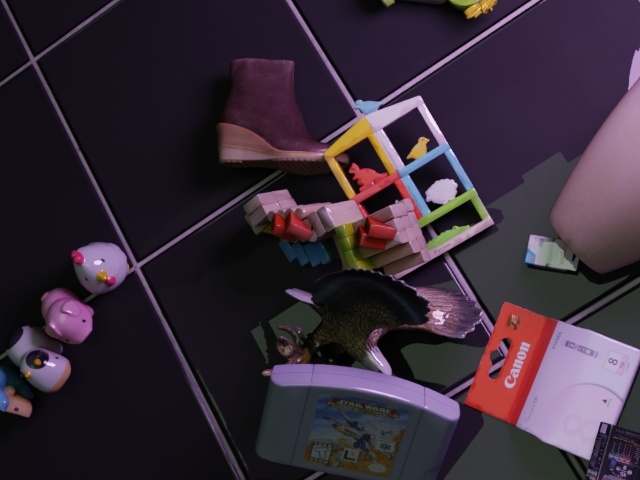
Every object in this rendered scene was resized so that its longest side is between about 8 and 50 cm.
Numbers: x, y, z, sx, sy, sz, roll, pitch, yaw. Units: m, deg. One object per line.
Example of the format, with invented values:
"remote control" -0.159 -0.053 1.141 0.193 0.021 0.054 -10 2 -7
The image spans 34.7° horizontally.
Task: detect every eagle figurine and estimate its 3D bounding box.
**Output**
"eagle figurine" 0.080 0.130 1.643 0.298 0.226 0.225 -39 104 25

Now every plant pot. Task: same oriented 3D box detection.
"plant pot" 0.490 -0.083 1.550 0.274 0.256 0.256 -45 69 22

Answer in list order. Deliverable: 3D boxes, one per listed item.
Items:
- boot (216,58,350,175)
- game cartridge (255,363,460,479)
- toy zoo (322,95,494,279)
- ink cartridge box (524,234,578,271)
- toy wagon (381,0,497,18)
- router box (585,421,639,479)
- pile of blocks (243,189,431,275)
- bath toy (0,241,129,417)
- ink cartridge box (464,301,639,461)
"boot" -0.061 -0.227 1.822 0.248 0.090 0.206 5 75 11
"game cartridge" 0.056 0.288 1.599 0.297 0.198 0.062 11 40 -1
"toy zoo" 0.136 -0.107 1.720 0.192 0.030 0.293 -31 89 10
"ink cartridge box" 0.378 0.022 1.661 0.083 0.028 0.048 11 83 20
"toy wagon" 0.202 -0.520 1.806 0.267 0.068 0.344 -34 72 9
"router box" 0.467 0.333 1.536 0.122 0.038 0.092 19 84 -13
"pile of blocks" 0.000 0.000 1.697 0.362 0.113 0.149 7 103 38
"bath toy" -0.477 0.151 1.861 0.151 0.129 0.348 36 91 21
"ink cartridge box" 0.364 0.220 1.615 0.232 0.066 0.189 21 87 16
